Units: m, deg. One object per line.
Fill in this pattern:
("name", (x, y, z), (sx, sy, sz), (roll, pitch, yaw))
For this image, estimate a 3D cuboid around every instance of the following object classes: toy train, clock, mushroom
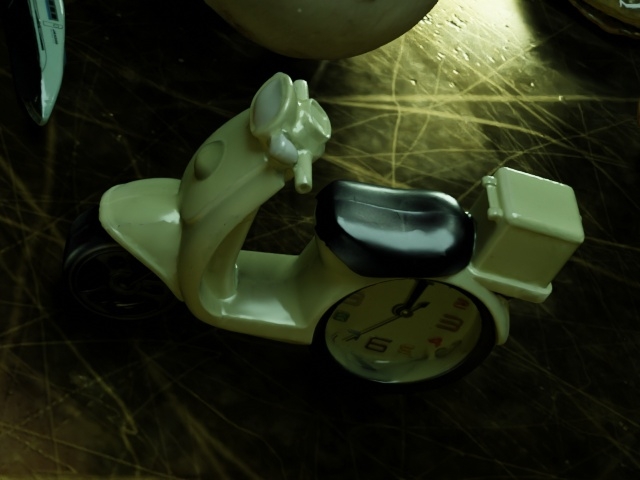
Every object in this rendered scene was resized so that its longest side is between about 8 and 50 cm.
("toy train", (-0.270, -0.199, 1.326), (0.048, 0.055, 0.252), (12, 45, -33))
("clock", (0.000, 0.000, 1.128), (0.379, 0.276, 0.120), (16, 42, -21))
("mushroom", (-0.016, -0.373, 1.493), (0.362, 0.294, 0.362), (3, 84, -29))

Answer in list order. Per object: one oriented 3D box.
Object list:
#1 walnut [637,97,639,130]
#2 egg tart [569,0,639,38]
("walnut", (0.446, -0.148, 1.623), (0.144, 0.144, 0.180), (35, 46, 5))
("egg tart", (0.412, -0.398, 1.862), (0.297, 0.132, 0.297), (14, 40, -12))
